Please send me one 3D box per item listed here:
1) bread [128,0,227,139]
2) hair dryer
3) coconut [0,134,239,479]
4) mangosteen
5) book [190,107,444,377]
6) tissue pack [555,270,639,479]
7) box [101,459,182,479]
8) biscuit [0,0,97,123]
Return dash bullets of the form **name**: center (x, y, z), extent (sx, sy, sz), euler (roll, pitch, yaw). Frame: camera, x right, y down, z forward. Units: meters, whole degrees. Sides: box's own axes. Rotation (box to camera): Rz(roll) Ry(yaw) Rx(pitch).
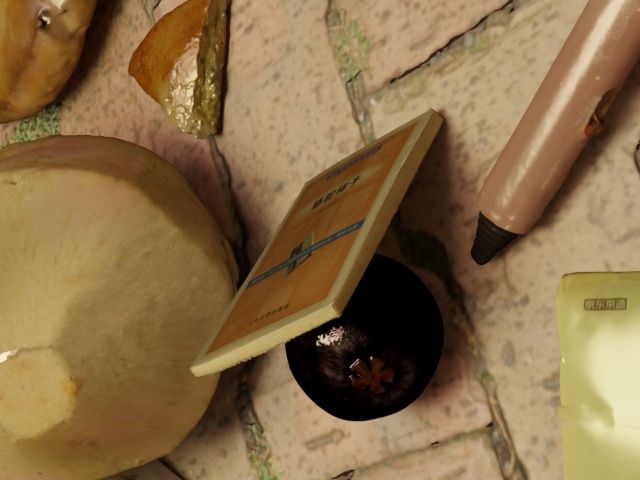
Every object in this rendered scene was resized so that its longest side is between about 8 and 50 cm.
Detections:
- **bread**: center (-0.134, -0.193, 1.151), extent (0.154, 0.054, 0.136), euler (45, 116, 34)
- **hair dryer**: center (0.197, -0.104, 0.791), extent (0.189, 0.107, 0.344), euler (50, 131, 33)
- **coconut**: center (-0.246, 0.067, 1.077), extent (0.352, 0.352, 0.352), euler (-3, 86, 46)
- **mangosteen**: center (0.032, 0.068, 0.922), extent (0.137, 0.137, 0.151), euler (-63, 22, 22)
- **book**: center (-0.001, -0.001, 0.908), extent (0.170, 0.241, 0.018), euler (-28, 113, 41)
- **tissue pack**: center (0.265, 0.094, 0.670), extent (0.234, 0.125, 0.159), euler (-4, 85, 46)
- **box**: center (-0.204, 0.362, 1.152), extent (0.194, 0.111, 0.260), euler (25, 104, 44)
- **biscuit**: center (-0.378, -0.354, 1.372), extent (0.446, 0.104, 0.429), euler (4, 89, 48)
